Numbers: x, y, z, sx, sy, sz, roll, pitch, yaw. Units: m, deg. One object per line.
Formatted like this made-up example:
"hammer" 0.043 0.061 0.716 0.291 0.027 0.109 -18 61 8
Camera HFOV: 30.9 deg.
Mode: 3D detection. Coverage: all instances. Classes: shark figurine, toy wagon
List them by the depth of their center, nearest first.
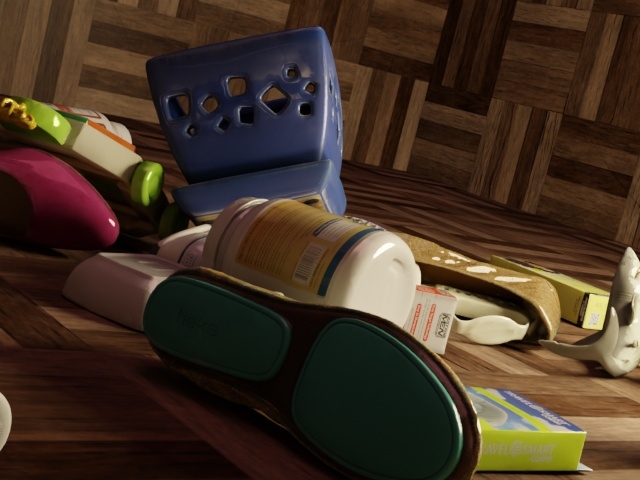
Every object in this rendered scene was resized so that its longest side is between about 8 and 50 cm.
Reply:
"toy wagon" -0.319 -0.099 1.474 0.267 0.068 0.344 16 -21 16
"shark figurine" 0.367 0.133 1.510 0.116 0.166 0.278 -10 14 30

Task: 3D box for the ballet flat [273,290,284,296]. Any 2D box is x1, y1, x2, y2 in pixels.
"ballet flat" -0.038 0.088 1.110 0.074 0.074 0.203 9 10 -32

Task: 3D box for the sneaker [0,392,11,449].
"sneaker" -0.295 0.087 0.655 0.217 0.079 0.121 4 14 -43

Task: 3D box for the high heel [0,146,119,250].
"high heel" -0.431 -0.040 1.335 0.377 0.127 0.181 18 33 8

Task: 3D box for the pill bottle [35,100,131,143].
"pill bottle" -0.441 -0.174 2.030 0.121 0.121 0.216 20 10 37

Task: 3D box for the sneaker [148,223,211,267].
"sneaker" -0.107 0.011 1.433 0.091 0.094 0.258 23 12 29

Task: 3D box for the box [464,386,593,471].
"box" 0.144 0.163 1.011 0.178 0.042 0.109 8 11 -32

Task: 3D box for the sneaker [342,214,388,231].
"sneaker" 0.000 -0.001 1.665 0.293 0.102 0.146 15 8 9

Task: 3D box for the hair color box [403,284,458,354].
"hair color box" 0.081 0.083 1.343 0.141 0.072 0.043 13 7 -17

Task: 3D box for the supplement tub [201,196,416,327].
"supplement tub" -0.014 0.037 1.239 0.200 0.144 0.144 20 10 34

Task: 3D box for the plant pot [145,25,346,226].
"plant pot" -0.083 -0.121 1.508 0.236 0.212 0.236 -10 -15 4

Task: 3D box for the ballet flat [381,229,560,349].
"ballet flat" 0.150 0.073 1.485 0.342 0.116 0.124 17 27 -8

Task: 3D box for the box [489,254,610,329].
"box" 0.376 0.083 1.884 0.087 0.058 0.232 8 11 -37

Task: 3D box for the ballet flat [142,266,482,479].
"ballet flat" 0.003 0.109 0.936 0.349 0.123 0.123 20 10 38

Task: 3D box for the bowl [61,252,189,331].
"bowl" -0.178 0.050 1.204 0.142 0.053 0.142 18 8 36
